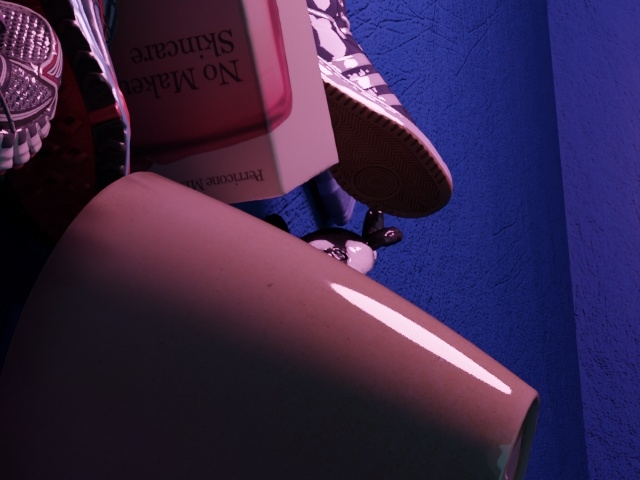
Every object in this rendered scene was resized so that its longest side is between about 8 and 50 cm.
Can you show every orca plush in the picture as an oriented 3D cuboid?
[{"bbox_3d":[0.000,0.000,1.250,0.102,0.151,0.287,49,27,1],"label":"orca plush"}]

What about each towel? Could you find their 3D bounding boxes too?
[{"bbox_3d":[0.007,-0.078,1.390,0.067,0.029,0.119,-71,147,-50],"label":"towel"}]

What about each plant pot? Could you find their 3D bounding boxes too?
[{"bbox_3d":[-0.015,0.114,0.814,0.256,0.274,0.256,15,90,-74],"label":"plant pot"}]

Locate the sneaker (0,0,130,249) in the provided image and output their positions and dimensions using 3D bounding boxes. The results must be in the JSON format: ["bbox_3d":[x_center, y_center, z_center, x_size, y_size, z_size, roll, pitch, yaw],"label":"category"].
[{"bbox_3d":[-0.162,-0.124,0.862,0.125,0.104,0.262,-28,109,-70],"label":"sneaker"}]

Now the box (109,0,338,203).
[{"bbox_3d":[-0.094,-0.145,0.980,0.127,0.149,0.232,-37,116,-66],"label":"box"}]

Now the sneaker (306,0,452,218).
[{"bbox_3d":[0.023,-0.149,1.259,0.282,0.099,0.153,37,39,-25],"label":"sneaker"}]

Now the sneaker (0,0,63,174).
[{"bbox_3d":[-0.205,-0.103,0.652,0.112,0.121,0.299,-55,170,14],"label":"sneaker"}]
